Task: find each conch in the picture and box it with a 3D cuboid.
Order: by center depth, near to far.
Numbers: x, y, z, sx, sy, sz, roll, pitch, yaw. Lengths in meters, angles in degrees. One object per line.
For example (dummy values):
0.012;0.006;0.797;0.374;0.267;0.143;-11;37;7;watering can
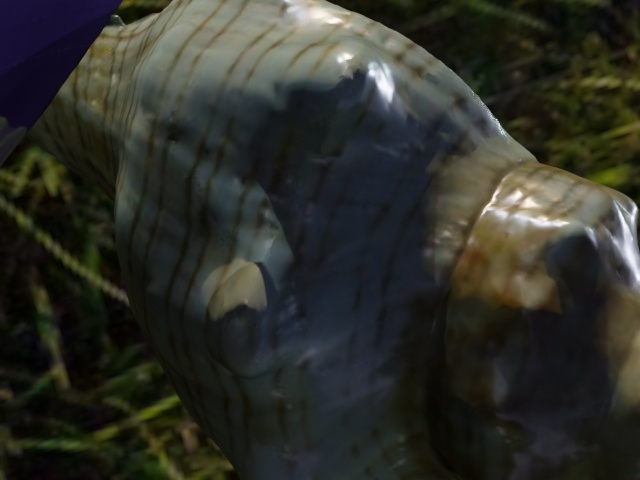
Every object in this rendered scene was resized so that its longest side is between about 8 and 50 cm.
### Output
-0.004;0.007;0.678;0.169;0.386;0.203;-54;161;-51;conch

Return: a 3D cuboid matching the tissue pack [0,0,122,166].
-0.157;-0.087;0.479;0.160;0.242;0.338;34;15;2;tissue pack
